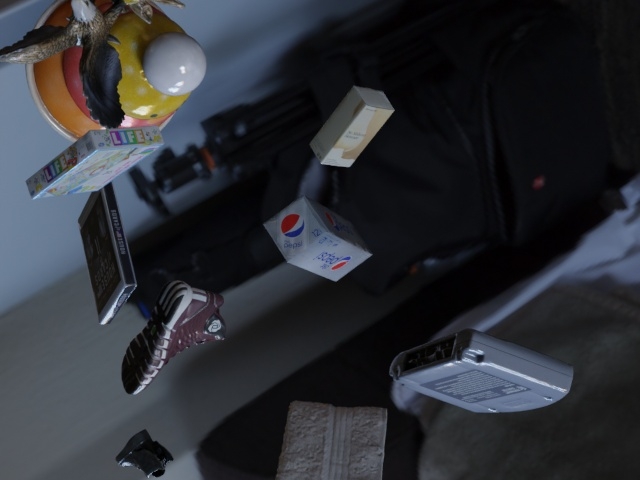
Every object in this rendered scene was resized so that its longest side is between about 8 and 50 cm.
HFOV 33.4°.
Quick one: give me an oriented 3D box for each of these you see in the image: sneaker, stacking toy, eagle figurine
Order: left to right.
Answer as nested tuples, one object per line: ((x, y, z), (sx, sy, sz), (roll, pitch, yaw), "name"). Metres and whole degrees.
((-0.407, -0.335, 1.792), (0.226, 0.298, 0.225), (6, 151, 33), "eagle figurine")
((-0.361, -0.340, 2.100), (0.480, 0.351, 0.350), (16, 134, 61), "stacking toy")
((-0.326, 0.410, 1.981), (0.089, 0.051, 0.170), (51, 142, 12), "sneaker")
((-0.276, 0.208, 2.124), (0.281, 0.163, 0.106), (-56, 42, 27), "sneaker")

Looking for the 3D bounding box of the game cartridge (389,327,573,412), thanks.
((0.250, 0.208, 1.646), (0.198, 0.062, 0.297), (17, 161, -15), "game cartridge")

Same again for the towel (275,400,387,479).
((0.015, 0.405, 1.866), (0.049, 0.187, 0.282), (88, -172, -48), "towel")

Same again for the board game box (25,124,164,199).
((-0.279, -0.096, 1.314), (0.154, 0.103, 0.026), (-27, 79, 40), "board game box")

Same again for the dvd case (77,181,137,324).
((-0.420, 0.020, 2.081), (0.179, 0.030, 0.238), (-48, 52, 50), "dvd case")

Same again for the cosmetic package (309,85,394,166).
((0.043, -0.156, 1.472), (0.115, 0.060, 0.041), (-51, 53, 34), "cosmetic package")

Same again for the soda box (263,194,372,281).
((0.000, 0.000, 2.021), (0.091, 0.098, 0.286), (57, -169, 18), "soda box")
